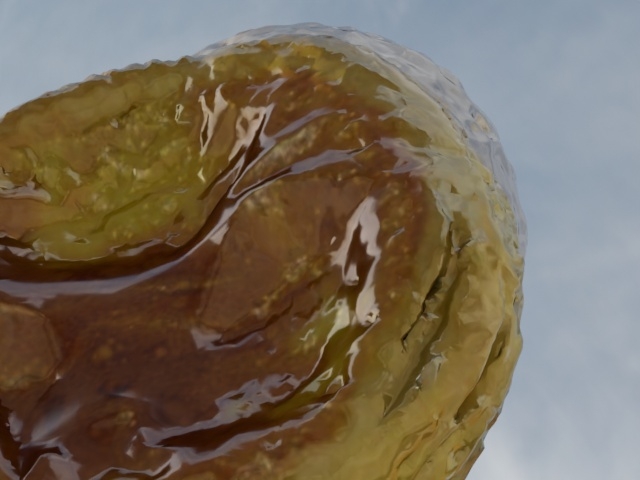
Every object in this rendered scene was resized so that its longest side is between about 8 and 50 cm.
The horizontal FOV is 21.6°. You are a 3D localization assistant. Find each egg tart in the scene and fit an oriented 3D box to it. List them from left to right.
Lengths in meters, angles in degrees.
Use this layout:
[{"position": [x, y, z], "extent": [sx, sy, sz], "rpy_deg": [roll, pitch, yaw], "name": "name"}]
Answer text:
[{"position": [-0.089, 0.073, 0.940], "extent": [0.443, 0.443, 0.178], "rpy_deg": [-18, -46, 2], "name": "egg tart"}]

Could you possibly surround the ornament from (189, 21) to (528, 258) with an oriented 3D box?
[{"position": [0.000, 0.000, 1.280], "extent": [0.337, 0.337, 0.337], "rpy_deg": [-1, -70, -4], "name": "ornament"}]
